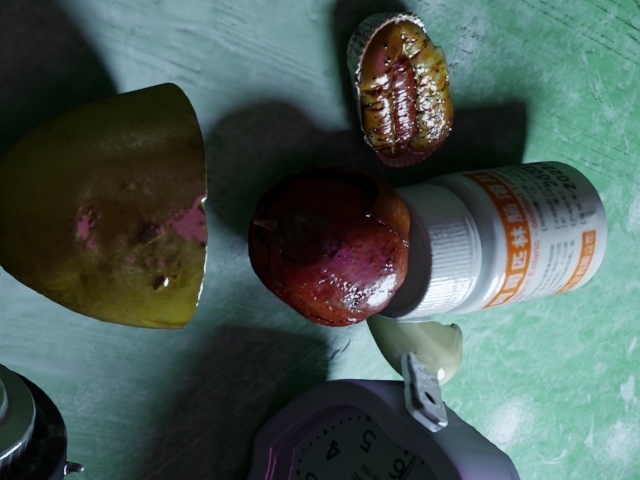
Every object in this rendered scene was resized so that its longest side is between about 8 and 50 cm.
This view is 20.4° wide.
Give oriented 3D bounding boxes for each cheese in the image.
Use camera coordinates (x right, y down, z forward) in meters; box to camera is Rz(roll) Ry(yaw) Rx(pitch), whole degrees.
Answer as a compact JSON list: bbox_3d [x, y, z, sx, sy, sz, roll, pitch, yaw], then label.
[{"bbox_3d":[0.099,0.121,1.758,0.127,0.235,0.050,41,108,-19],"label":"cheese"}]

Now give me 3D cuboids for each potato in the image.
[{"bbox_3d":[-0.185,-0.020,1.397,0.158,0.178,0.203,-8,143,-20],"label":"potato"}]

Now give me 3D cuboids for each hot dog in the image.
[{"bbox_3d":[0.074,-0.138,1.629,0.099,0.053,0.192,-41,144,-16],"label":"hot dog"}]

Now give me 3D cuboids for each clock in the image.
[{"bbox_3d":[0.051,0.308,1.769,0.102,0.338,0.338,4,118,-49],"label":"clock"}]

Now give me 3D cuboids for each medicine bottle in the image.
[{"bbox_3d":[0.154,0.000,1.755,0.252,0.144,0.144,-8,127,-37],"label":"medicine bottle"}]

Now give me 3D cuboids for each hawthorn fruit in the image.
[{"bbox_3d":[0.000,0.000,1.607,0.172,0.148,0.148,17,109,-37],"label":"hawthorn fruit"}]

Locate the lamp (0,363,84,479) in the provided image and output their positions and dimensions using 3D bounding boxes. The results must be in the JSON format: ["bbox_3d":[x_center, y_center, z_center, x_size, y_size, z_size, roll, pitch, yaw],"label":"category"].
[{"bbox_3d":[-0.302,0.225,1.440,0.374,0.205,0.272,11,118,-37],"label":"lamp"}]
